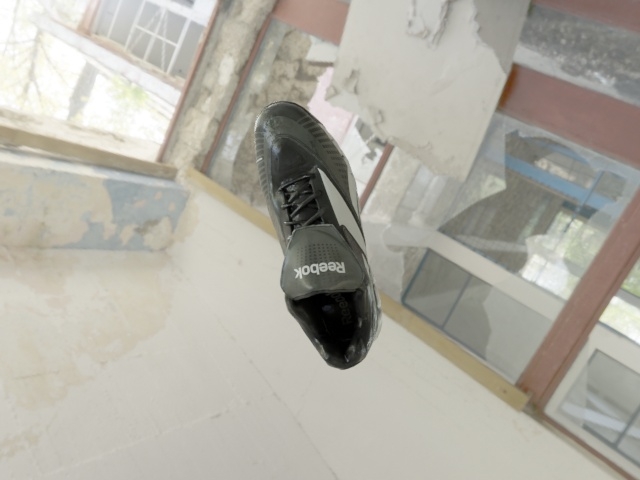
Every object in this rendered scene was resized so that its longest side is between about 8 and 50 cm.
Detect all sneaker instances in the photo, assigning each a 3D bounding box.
[{"bbox_3d":[0.000,0.000,0.420,0.078,0.234,0.106,-15,-169,8],"label":"sneaker"}]
